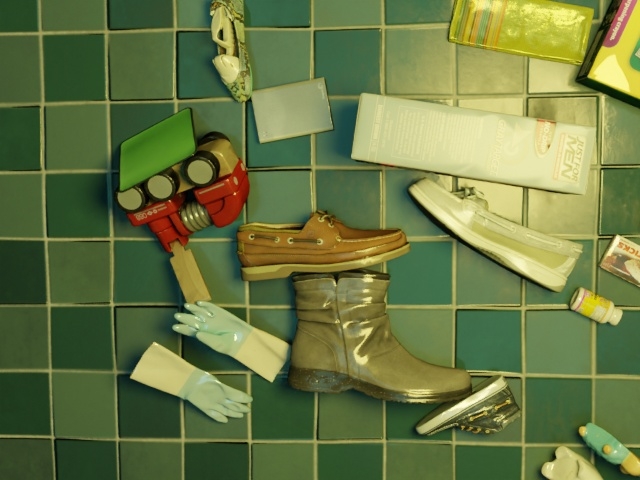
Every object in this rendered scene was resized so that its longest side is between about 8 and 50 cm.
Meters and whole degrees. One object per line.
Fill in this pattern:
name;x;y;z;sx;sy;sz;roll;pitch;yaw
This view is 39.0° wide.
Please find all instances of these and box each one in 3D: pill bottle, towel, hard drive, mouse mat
pill bottle;0.483;0.118;1.582;0.083;0.043;0.043;25;96;2
towel;0.347;-0.374;1.565;0.237;0.021;0.102;11;96;3
hard drive;-0.050;-0.231;1.608;0.135;0.022;0.094;-10;94;5
mouse mat;-0.283;-0.159;1.563;0.152;0.190;0.007;-27;125;6

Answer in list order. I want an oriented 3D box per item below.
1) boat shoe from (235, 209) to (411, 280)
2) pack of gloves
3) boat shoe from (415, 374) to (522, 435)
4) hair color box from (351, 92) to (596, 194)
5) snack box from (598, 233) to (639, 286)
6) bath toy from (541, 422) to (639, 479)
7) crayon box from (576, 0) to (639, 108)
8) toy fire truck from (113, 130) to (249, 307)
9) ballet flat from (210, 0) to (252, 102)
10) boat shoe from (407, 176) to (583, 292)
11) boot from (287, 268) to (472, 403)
boat shoe;0.000;0.000;1.578;0.307;0.111;0.104;-8;95;5
pack of gloves;-0.187;0.225;1.601;0.232;0.046;0.195;31;101;-21
boat shoe;0.265;0.318;1.605;0.183;0.065;0.083;-30;90;5
hair color box;0.246;-0.158;1.507;0.374;0.185;0.114;9;95;4
snack box;0.582;0.057;1.579;0.178;0.022;0.064;27;94;2
bath toy;0.422;0.492;1.582;0.129;0.151;0.348;36;98;-34
crayon box;0.652;-0.373;1.498;0.313;0.106;0.363;24;96;1
toy fire truck;-0.219;-0.031;1.585;0.217;0.158;0.246;-19;114;17
ballet flat;-0.164;-0.336;1.585;0.070;0.070;0.188;-8;90;5
boat shoe;0.297;-0.025;1.555;0.320;0.118;0.103;30;90;-2
boot;0.108;0.162;1.586;0.338;0.118;0.223;6;90;0
